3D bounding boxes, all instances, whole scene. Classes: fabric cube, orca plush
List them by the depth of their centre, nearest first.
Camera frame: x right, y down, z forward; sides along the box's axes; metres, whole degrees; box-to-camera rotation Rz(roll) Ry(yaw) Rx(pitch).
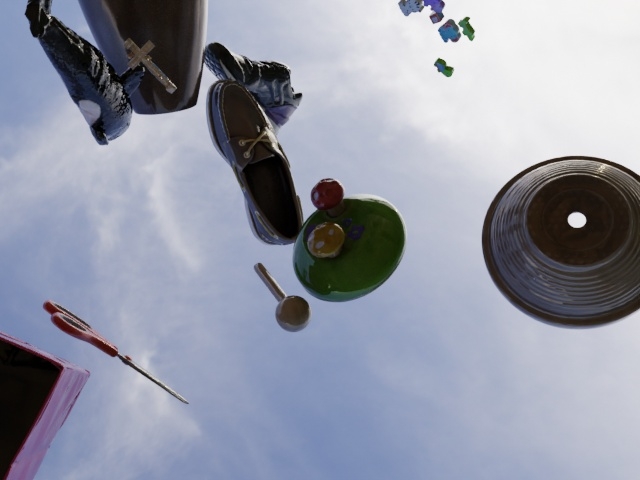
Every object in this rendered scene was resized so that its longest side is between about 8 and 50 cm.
[{"bbox_3d":[-0.490,0.235,0.807,0.254,0.258,0.259,25,-108,-7],"label":"fabric cube"},{"bbox_3d":[-0.295,-0.235,0.836,0.102,0.287,0.151,-25,-120,-10],"label":"orca plush"}]

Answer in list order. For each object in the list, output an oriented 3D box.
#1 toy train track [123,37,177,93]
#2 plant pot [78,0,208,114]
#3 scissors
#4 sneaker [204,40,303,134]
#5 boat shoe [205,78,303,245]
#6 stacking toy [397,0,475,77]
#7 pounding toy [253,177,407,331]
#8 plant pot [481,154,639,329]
[{"bbox_3d":[-0.218,-0.221,0.788,0.083,0.048,0.014,46,-150,-15],"label":"toy train track"},{"bbox_3d":[-0.276,-0.331,1.013,0.215,0.215,0.230,-16,-65,-25],"label":"plant pot"},{"bbox_3d":[-0.356,0.196,1.091,0.297,0.109,0.021,40,-101,-27],"label":"scissors"},{"bbox_3d":[-0.132,-0.339,1.271,0.124,0.283,0.107,-47,-119,1],"label":"sneaker"},{"bbox_3d":[-0.114,-0.143,1.131,0.117,0.097,0.324,-22,-79,-24],"label":"boat shoe"},{"bbox_3d":[0.273,-0.496,1.374,0.221,0.052,0.167,50,-122,-30],"label":"stacking toy"},{"bbox_3d":[0.000,0.000,0.893,0.237,0.110,0.183,-37,-135,2],"label":"pounding toy"},{"bbox_3d":[0.324,-0.011,0.787,0.237,0.110,0.237,-6,-108,17],"label":"plant pot"}]
